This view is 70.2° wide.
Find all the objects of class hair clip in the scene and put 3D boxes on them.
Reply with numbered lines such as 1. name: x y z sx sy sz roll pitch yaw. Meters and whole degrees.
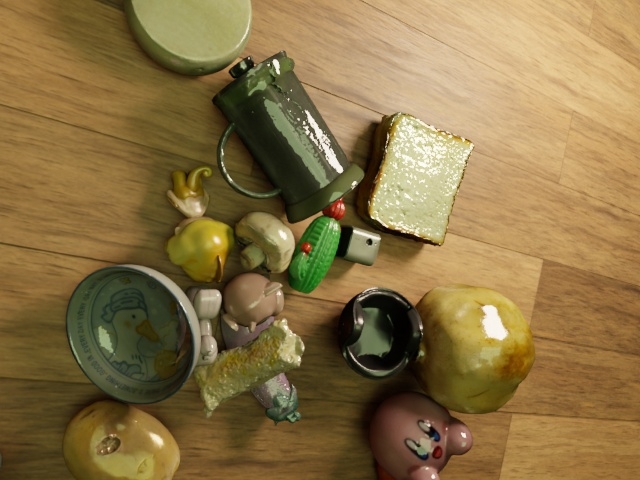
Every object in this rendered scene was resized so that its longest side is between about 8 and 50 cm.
1. hair clip: -0.142 0.252 1.044 0.095 0.110 0.359 -34 107 -61

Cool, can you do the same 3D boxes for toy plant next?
1. toy plant: 0.000 0.010 1.061 0.240 0.088 0.155 -59 157 -19

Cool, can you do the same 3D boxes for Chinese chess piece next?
1. Chinese chess piece: -0.263 -0.464 0.919 0.250 0.101 0.250 -2 94 -25

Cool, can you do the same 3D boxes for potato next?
1. potato: -0.393 0.420 0.898 0.234 0.146 0.150 39 32 -9

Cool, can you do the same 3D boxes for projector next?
1. projector: 0.087 0.012 1.124 0.082 0.083 0.083 16 87 -25

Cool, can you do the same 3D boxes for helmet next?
1. helmet: 0.136 0.221 1.099 0.189 0.193 0.216 9 81 -9

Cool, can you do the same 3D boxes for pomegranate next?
1. pomegranate: 0.367 0.271 1.168 0.332 0.332 0.333 -2 94 -25

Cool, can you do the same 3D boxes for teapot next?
1. teapot: -0.097 -0.211 0.965 0.270 0.200 0.337 -38 106 -16

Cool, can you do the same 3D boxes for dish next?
1. dish: -0.343 0.168 0.905 0.273 0.134 0.273 3 102 14

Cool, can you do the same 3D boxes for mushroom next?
1. mushroom: -0.126 0.011 0.984 0.122 0.154 0.154 -47 111 -28

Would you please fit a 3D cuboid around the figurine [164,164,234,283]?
1. figurine: -0.253 -0.027 0.951 0.156 0.131 0.246 -15 89 -38

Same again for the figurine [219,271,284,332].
1. figurine: -0.146 0.127 0.964 0.138 0.125 0.125 -38 108 -14

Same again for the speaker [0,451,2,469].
1. speaker: -0.677 0.557 0.748 0.183 0.184 0.406 18 86 -24

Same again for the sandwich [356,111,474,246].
1. sandwich: 0.236 -0.153 1.176 0.271 0.099 0.301 17 89 -20

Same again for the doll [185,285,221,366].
1. doll: -0.243 0.178 0.939 0.059 0.161 0.160 2 90 -27

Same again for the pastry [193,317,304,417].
1. pastry: -0.154 0.260 0.971 0.258 0.089 0.121 -30 87 3

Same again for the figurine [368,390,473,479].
1. figurine: 0.225 0.499 1.166 0.211 0.261 0.270 42 76 7
